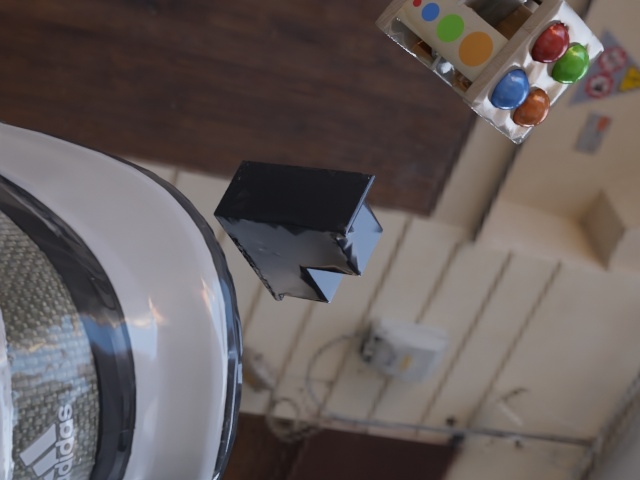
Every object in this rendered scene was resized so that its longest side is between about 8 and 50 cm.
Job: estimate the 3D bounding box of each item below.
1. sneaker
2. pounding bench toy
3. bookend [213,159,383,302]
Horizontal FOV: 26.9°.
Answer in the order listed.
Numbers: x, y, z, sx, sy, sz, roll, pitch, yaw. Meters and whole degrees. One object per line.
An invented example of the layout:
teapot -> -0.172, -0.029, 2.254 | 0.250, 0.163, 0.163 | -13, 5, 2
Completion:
sneaker -> -0.258, 0.001, 0.510 | 0.448, 0.258, 0.169 | 19, -71, 46
pounding bench toy -> 0.076, -0.075, 0.534 | 0.052, 0.083, 0.065 | -49, -121, 10
bookend -> 0.000, 0.000, 1.352 | 0.157, 0.156, 0.072 | 8, -122, 33
